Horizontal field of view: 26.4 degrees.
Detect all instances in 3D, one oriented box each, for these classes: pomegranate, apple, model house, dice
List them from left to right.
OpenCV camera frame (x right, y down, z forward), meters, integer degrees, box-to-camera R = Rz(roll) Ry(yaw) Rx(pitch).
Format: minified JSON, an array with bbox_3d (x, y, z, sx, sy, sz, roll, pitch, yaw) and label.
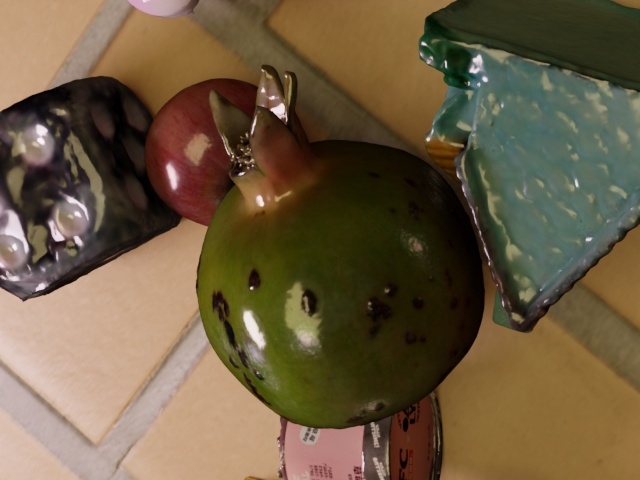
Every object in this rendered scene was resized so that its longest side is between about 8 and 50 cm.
[{"bbox_3d":[-0.261,-0.055,1.398,0.182,0.181,0.183,-25,90,18],"label":"dice"},{"bbox_3d":[-0.102,-0.090,1.360,0.120,0.153,0.153,45,112,38],"label":"apple"},{"bbox_3d":[-0.007,0.023,1.237,0.291,0.323,0.290,-25,47,30],"label":"pomegranate"},{"bbox_3d":[0.203,-0.071,1.209,0.230,0.280,0.248,21,117,18],"label":"model house"}]

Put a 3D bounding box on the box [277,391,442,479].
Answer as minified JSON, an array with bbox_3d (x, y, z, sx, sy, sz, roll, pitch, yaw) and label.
[{"bbox_3d":[0.037,0.207,1.368,0.135,0.151,0.151,-2,99,27],"label":"box"}]

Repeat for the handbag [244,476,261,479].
[{"bbox_3d":[-0.064,0.303,1.475,0.061,0.027,0.083,11,103,15],"label":"handbag"}]

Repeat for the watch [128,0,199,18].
[{"bbox_3d":[-0.063,-0.308,1.274,0.248,0.217,0.210,10,102,21],"label":"watch"}]
